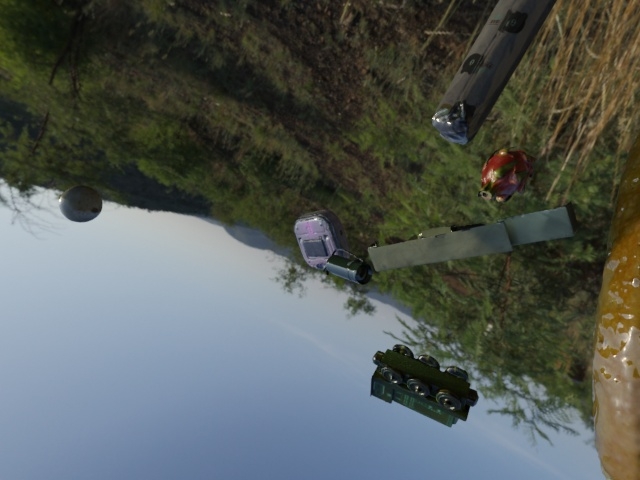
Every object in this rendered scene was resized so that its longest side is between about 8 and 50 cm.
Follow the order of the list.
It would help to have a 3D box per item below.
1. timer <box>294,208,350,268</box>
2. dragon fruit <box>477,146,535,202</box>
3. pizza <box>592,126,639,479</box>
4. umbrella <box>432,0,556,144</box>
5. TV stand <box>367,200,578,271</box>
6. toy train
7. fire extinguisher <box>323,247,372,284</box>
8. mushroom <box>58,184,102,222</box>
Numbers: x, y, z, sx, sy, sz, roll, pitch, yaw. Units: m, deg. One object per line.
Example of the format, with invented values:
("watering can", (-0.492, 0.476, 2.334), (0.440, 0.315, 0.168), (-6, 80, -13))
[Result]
("timer", (0.000, 0.000, 1.304), (0.069, 0.191, 0.208), (-27, -170, -38))
("dragon fruit", (0.327, -0.113, 0.716), (0.081, 0.116, 0.086), (35, 171, 34))
("pizza", (0.452, 0.067, 0.374), (0.405, 0.441, 0.130), (23, 168, -8))
("umbrella", (0.264, -0.294, 0.553), (0.067, 0.338, 0.073), (32, -171, 19))
("TV stand", (0.162, 0.001, 0.481), (0.249, 0.036, 0.042), (-14, -169, 43))
("toy train", (0.216, 0.315, 0.865), (0.225, 0.090, 0.137), (18, 132, 25))
("fire extinguisher", (0.029, 0.030, 0.493), (0.025, 0.038, 0.083), (13, 180, -32))
("mushroom", (-0.536, -0.080, 0.903), (0.085, 0.085, 0.079), (26, 167, -18))
